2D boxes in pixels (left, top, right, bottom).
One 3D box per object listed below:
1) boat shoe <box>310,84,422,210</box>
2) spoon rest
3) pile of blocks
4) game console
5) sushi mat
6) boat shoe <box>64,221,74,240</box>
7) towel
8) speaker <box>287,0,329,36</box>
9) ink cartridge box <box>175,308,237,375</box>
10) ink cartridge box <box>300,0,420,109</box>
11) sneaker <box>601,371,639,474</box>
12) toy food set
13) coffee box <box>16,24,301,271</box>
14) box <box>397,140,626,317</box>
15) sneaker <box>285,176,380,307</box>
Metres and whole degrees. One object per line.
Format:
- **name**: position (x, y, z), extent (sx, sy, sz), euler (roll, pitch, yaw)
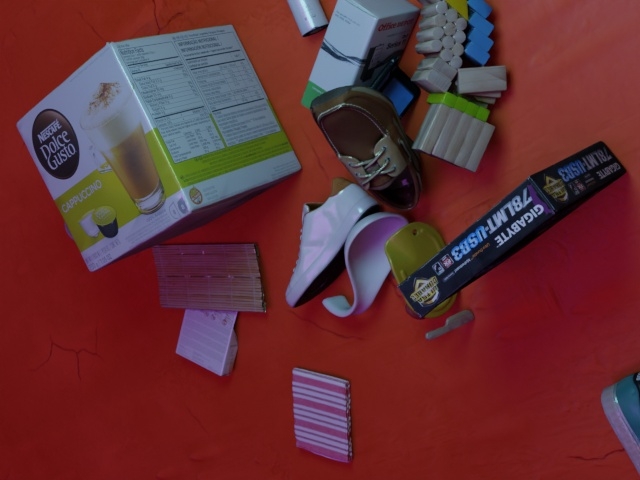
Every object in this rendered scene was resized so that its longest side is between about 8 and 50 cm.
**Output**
- **boat shoe**: position (0.096, -0.145, 1.521), extent (0.122, 0.324, 0.120), euler (-24, 61, 21)
- **spoon rest**: position (0.085, 0.052, 1.731), extent (0.084, 0.137, 0.276), euler (58, 142, 33)
- **pile of blocks**: position (0.219, -0.298, 1.522), extent (0.112, 0.149, 0.362), euler (-143, 52, -75)
- **game console**: position (0.115, -0.240, 1.563), extent (0.071, 0.107, 0.122), euler (37, 88, 2)
- **sushi mat**: position (-0.251, 0.082, 2.035), extent (0.316, 0.019, 0.151), euler (-1, 98, 36)
- **boat shoe**: position (-0.521, -0.097, 2.136), extent (0.095, 0.079, 0.254), euler (41, 129, 14)
- **towel**: position (0.005, 0.374, 1.968), extent (0.144, 0.029, 0.197), euler (9, 110, 34)
- **speaker**: position (-0.035, -0.444, 1.665), extent (0.055, 0.055, 0.136), euler (-21, 94, 39)
- **ink cartridge box**: position (-0.249, 0.200, 2.088), extent (0.145, 0.045, 0.179), euler (22, 100, 29)
- **ink cartridge box**: position (0.069, -0.319, 1.574), extent (0.087, 0.153, 0.208), euler (36, 126, 20)
- **sneaker**: position (0.586, 0.350, 1.480), extent (0.121, 0.108, 0.302), euler (-40, 81, 43)
- **toy food set**: position (0.180, 0.073, 1.672), extent (0.071, 0.128, 0.218), euler (-8, 108, 59)
- **coffee box**: position (-0.312, -0.185, 1.782), extent (0.337, 0.338, 0.334), euler (-26, 91, 39)
- **box**: position (0.300, -0.021, 1.428), extent (0.073, 0.295, 0.293), euler (53, 128, 10)
- **sneaker**: position (0.000, 0.000, 1.788), extent (0.123, 0.106, 0.290), euler (45, 117, 21)
